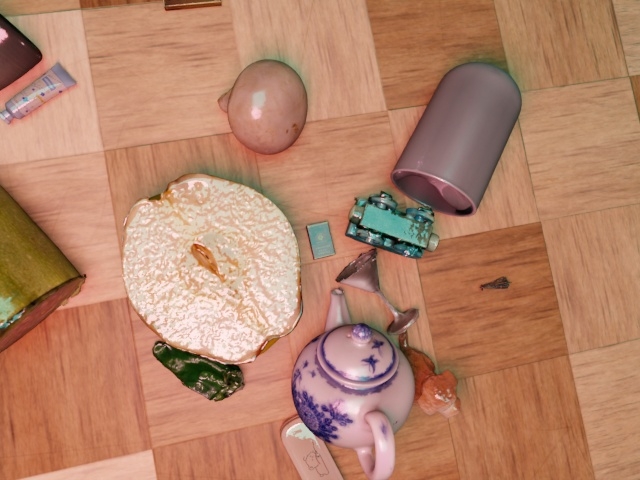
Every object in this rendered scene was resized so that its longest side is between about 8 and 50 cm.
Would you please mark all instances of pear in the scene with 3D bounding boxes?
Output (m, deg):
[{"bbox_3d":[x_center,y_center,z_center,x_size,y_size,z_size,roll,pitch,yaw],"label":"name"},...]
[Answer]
[{"bbox_3d":[-0.216,0.062,1.063,0.340,0.191,0.386,-33,90,-13],"label":"pear"}]

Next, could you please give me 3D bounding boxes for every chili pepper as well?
[{"bbox_3d":[-0.262,0.270,1.098,0.216,0.062,0.108,25,122,-1],"label":"chili pepper"}]

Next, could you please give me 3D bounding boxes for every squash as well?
[{"bbox_3d":[-0.676,0.024,0.971,0.263,0.263,0.384,-43,92,-9],"label":"squash"}]

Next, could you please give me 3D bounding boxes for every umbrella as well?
[{"bbox_3d":[0.424,0.106,1.235,0.083,0.020,0.031,-10,86,-3],"label":"umbrella"}]

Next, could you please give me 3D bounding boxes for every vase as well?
[{"bbox_3d":[-0.753,-0.334,1.049,0.173,0.173,0.321,44,88,-2],"label":"vase"}]

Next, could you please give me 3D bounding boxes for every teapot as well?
[{"bbox_3d":[0.069,0.273,1.031,0.252,0.424,0.280,-2,127,-11],"label":"teapot"}]

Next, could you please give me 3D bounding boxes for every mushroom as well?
[{"bbox_3d":[-0.135,-0.295,1.124,0.204,0.204,0.204,1,85,-8],"label":"mushroom"}]

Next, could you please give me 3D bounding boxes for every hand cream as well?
[{"bbox_3d":[-0.623,-0.317,1.117,0.171,0.043,0.065,-43,93,-14],"label":"hand cream"}]

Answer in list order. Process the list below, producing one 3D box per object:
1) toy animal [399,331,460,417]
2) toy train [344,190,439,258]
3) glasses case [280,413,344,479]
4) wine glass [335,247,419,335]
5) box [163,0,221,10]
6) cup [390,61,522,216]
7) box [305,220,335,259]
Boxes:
[{"bbox_3d":[0.223,0.286,1.107,0.104,0.185,0.183,-12,87,-7],"label":"toy animal"},{"bbox_3d":[0.156,-0.028,1.135,0.203,0.163,0.112,21,83,-4],"label":"toy train"},{"bbox_3d":[-0.018,0.480,1.125,0.083,0.050,0.196,-29,89,-11],"label":"glasses case"},{"bbox_3d":[0.131,0.122,1.150,0.122,0.122,0.183,-39,96,-9],"label":"wine glass"},{"bbox_3d":[-0.304,-0.589,1.193,0.133,0.023,0.090,-11,88,-9],"label":"box"},{"bbox_3d":[0.316,-0.231,1.155,0.205,0.205,0.312,29,81,-4],"label":"cup"},{"bbox_3d":[0.000,0.000,1.183,0.051,0.023,0.082,-13,87,-9],"label":"box"}]
